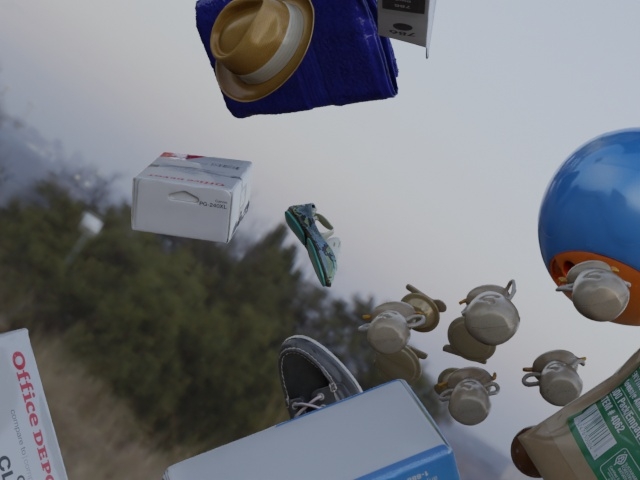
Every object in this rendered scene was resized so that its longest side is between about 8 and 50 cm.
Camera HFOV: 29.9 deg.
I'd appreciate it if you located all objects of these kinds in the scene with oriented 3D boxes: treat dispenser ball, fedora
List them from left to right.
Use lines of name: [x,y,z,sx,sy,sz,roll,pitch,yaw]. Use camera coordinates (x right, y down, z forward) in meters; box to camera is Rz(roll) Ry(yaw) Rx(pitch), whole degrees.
fedora: [-0.100,-0.300,1.749,0.194,0.194,0.079,29,4,43]
treat dispenser ball: [0.457,-0.019,1.724,0.288,0.288,0.288,33,-5,3]

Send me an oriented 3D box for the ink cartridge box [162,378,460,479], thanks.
ink cartridge box: [0.023,0.308,1.031,0.129,0.223,0.308,-130,-158,-62]

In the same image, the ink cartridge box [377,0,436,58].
ink cartridge box: [0.097,-0.315,1.236,0.065,0.166,0.333,7,-10,6]

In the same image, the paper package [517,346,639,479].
paper package: [0.344,0.259,0.884,0.309,0.168,0.325,38,17,-40]

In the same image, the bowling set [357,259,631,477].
bowling set: [0.191,0.138,1.258,0.286,0.200,0.154,-7,7,7]

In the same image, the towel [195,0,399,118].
towel: [-0.037,-0.322,1.968,0.308,0.076,0.228,-6,-60,24]

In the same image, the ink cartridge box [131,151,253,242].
ink cartridge box: [-0.141,-0.051,1.338,0.109,0.063,0.150,8,16,4]

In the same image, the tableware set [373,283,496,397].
tableware set: [0.144,0.137,1.493,0.141,0.169,0.020,28,36,16]

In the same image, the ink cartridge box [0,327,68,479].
ink cartridge box: [-0.524,0.290,1.539,0.160,0.279,0.384,-13,2,31]

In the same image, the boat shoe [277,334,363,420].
boat shoe: [0.024,0.303,1.816,0.335,0.112,0.095,63,27,-7]

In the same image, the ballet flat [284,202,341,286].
ballet flat: [0.000,0.000,1.994,0.070,0.070,0.188,39,17,-48]
